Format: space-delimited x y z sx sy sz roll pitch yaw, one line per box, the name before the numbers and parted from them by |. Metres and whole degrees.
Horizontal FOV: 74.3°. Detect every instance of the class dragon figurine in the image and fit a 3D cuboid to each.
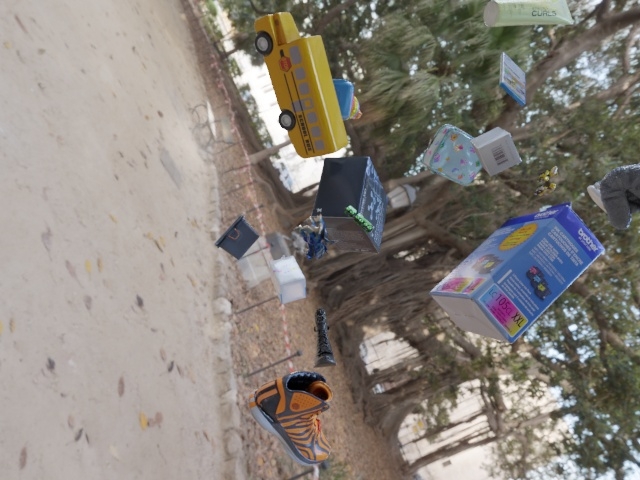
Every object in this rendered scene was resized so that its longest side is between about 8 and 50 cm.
dragon figurine | 0.000 0.000 1.327 0.144 0.085 0.289 54 -19 -12

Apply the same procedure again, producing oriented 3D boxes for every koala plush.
koala plush | 1.061 -0.191 1.464 0.203 0.196 0.221 53 37 -7

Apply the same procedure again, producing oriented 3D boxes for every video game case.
video game case | 0.649 -0.545 1.426 0.119 0.015 0.166 31 56 -22

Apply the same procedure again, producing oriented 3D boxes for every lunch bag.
lunch bag | 0.613 -0.387 1.939 0.279 0.224 0.108 21 23 -23

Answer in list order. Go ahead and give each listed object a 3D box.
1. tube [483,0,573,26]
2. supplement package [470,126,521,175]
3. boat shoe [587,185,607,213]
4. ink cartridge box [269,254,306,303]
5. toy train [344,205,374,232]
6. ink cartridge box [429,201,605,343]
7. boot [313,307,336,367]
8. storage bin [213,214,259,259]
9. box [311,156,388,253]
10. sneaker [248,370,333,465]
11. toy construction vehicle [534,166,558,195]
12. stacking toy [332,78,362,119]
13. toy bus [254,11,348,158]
tube | 0.542 -0.594 1.091 0.062 0.240 0.070 -119 -157 -54
supplement package | 0.580 -0.300 1.409 0.105 0.105 0.179 58 20 -14
boat shoe | 1.122 -0.153 1.641 0.184 0.063 0.066 50 11 13
ink cartridge box | -0.115 0.127 1.444 0.143 0.089 0.092 -123 -155 -47
toy train | 0.089 -0.049 0.958 0.083 0.023 0.017 43 -42 18
ink cartridge box | 0.510 0.064 1.094 0.151 0.395 0.270 51 -8 -1
boot | 0.003 0.390 1.711 0.263 0.091 0.229 108 -22 -77
storage bin | -0.265 -0.005 1.371 0.091 0.135 0.098 42 -10 -15
box | 0.147 -0.151 1.910 0.395 0.211 0.294 47 52 -59
sneaker | -0.025 0.463 1.101 0.321 0.180 0.125 51 13 -31
toy construction vehicle | 0.717 -0.184 1.334 0.035 0.086 0.098 27 -14 3
stacking toy | 0.116 -0.603 1.910 0.302 0.175 0.166 -3 102 -61
toy bus | -0.043 -0.374 1.027 0.108 0.130 0.333 -44 123 -52
